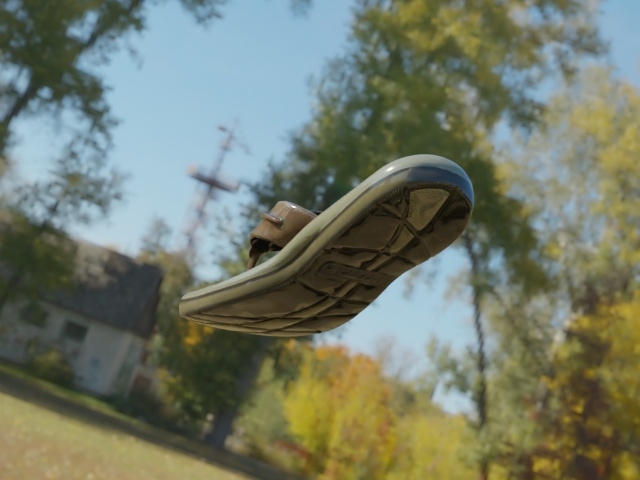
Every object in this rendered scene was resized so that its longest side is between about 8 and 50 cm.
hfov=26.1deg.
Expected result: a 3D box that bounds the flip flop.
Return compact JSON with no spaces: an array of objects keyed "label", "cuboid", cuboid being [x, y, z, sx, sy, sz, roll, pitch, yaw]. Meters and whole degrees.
[{"label":"flip flop","cuboid":[0.000,0.000,1.026,0.112,0.080,0.277,14,-36,-37]}]
